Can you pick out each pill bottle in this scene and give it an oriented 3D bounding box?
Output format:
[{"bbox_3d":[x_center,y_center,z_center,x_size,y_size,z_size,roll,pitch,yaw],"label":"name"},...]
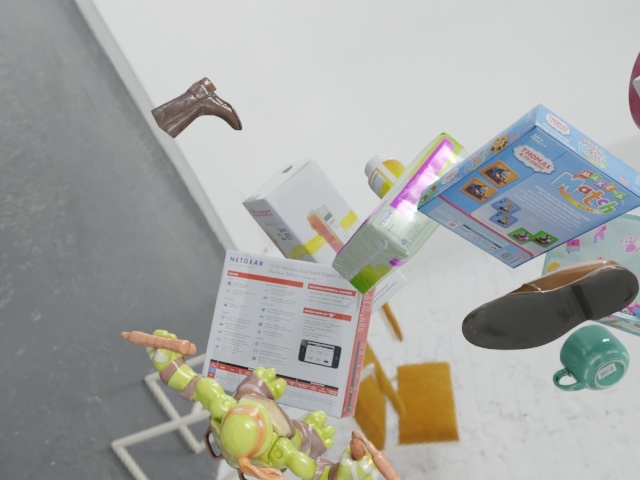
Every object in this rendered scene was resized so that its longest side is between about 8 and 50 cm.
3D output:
[{"bbox_3d":[0.215,-0.158,1.991,0.215,0.117,0.117,52,0,42],"label":"pill bottle"}]

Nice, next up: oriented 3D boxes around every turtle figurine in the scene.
[{"bbox_3d":[-0.040,0.165,0.588,0.269,0.087,0.217,26,-8,11],"label":"turtle figurine"}]

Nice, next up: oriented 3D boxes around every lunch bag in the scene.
[{"bbox_3d":[0.581,0.057,1.392,0.160,0.262,0.223,47,60,-73],"label":"lunch bag"}]

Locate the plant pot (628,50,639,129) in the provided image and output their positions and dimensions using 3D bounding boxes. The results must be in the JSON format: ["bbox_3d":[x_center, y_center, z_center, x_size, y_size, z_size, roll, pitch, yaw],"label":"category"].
[{"bbox_3d":[0.641,-0.251,1.129,0.180,0.201,0.201,32,-23,54],"label":"plant pot"}]

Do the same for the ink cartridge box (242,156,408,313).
[{"bbox_3d":[0.000,0.000,1.738,0.385,0.160,0.279,52,-14,-12],"label":"ink cartridge box"}]

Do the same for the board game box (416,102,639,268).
[{"bbox_3d":[0.238,-0.052,0.808,0.160,0.211,0.039,30,57,-15],"label":"board game box"}]

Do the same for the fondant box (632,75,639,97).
[{"bbox_3d":[0.587,-0.184,0.868,0.238,0.330,0.096,58,-11,-11],"label":"fondant box"}]

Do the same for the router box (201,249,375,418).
[{"bbox_3d":[-0.068,0.191,1.475,0.082,0.335,0.301,25,75,-65],"label":"router box"}]

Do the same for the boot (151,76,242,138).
[{"bbox_3d":[-0.194,-0.186,1.085,0.106,0.114,0.037,50,-23,-2],"label":"boot"}]

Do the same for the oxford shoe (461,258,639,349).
[{"bbox_3d":[0.276,0.078,0.864,0.076,0.212,0.076,-89,159,-70],"label":"oxford shoe"}]

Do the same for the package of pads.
[{"bbox_3d":[0.145,-0.043,1.226,0.101,0.229,0.296,40,-20,1],"label":"package of pads"}]

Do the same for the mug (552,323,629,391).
[{"bbox_3d":[0.603,0.275,1.526,0.097,0.129,0.158,-118,-140,-60],"label":"mug"}]
